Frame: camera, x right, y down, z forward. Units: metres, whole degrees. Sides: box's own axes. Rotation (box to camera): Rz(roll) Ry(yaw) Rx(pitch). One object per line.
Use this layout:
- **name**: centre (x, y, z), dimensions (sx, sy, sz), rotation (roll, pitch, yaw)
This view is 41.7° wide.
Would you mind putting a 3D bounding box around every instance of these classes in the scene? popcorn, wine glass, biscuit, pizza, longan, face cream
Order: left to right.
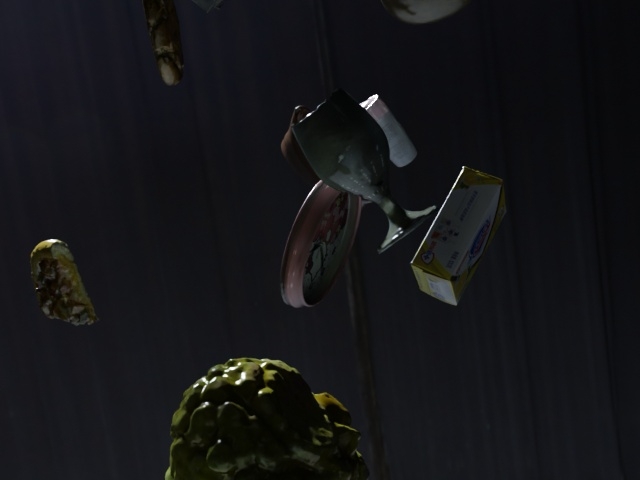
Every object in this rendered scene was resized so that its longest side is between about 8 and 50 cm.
- **pizza**: centre (-0.536, 0.107, 1.737), dimensions (0.058, 0.197, 0.292), rotation (-34, -12, -35)
- **biscuit**: centre (-0.283, -0.391, 1.522), dimensions (0.042, 0.226, 0.226), rotation (-9, 8, -1)
- **popcorn**: centre (-0.072, 0.267, 1.013), dimensions (0.212, 0.259, 0.259), rotation (-39, 1, 13)
- **wine glass**: centre (0.065, -0.106, 1.282), dimensions (0.126, 0.241, 0.126), rotation (-38, -1, -1)
- **face cream**: centre (0.170, -0.280, 2.169), dimensions (0.084, 0.198, 0.057), rotation (-32, 28, 16)
- **longan**: centre (0.281, -0.699, 2.070), dimensions (0.350, 0.288, 0.288), rotation (-52, 6, 8)

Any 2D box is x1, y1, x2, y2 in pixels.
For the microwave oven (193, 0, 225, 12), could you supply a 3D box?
- **microwave oven**: centre (-0.264, -0.857, 2.159), dimensions (0.432, 0.374, 0.236), rotation (-49, 12, 17)

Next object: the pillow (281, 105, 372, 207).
- **pillow**: centre (0.014, -0.185, 2.224), dimensions (0.108, 0.308, 0.305), rotation (-37, -4, -15)

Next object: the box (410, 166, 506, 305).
- **box**: centre (0.310, -0.008, 1.863), dimensions (0.097, 0.265, 0.168), rotation (24, -17, 23)

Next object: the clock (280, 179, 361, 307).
- **clock**: centre (-0.001, -0.001, 1.426), dimensions (0.056, 0.244, 0.244), rotation (21, 18, 18)
